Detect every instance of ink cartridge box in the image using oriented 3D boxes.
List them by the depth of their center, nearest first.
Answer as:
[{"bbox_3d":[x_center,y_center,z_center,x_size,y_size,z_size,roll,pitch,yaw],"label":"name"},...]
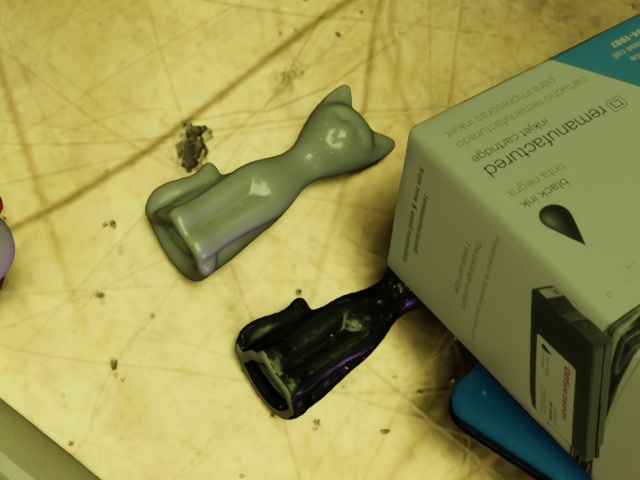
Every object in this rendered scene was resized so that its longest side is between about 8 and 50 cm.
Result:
[{"bbox_3d":[0.284,0.035,1.203,0.285,0.166,0.395,-28,57,-26],"label":"ink cartridge box"}]

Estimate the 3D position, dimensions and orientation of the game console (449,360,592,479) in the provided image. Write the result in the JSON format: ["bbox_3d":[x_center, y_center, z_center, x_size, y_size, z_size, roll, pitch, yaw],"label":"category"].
[{"bbox_3d":[0.278,0.151,1.332,0.250,0.173,0.293,32,55,26],"label":"game console"}]

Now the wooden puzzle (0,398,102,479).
[{"bbox_3d":[-0.263,0.328,1.246,0.322,0.080,0.348,38,80,3],"label":"wooden puzzle"}]

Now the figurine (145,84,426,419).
[{"bbox_3d":[0.000,0.000,1.334,0.209,0.092,0.215,-33,88,-18],"label":"figurine"}]

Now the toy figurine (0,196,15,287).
[{"bbox_3d":[-0.351,-0.008,1.249,0.213,0.148,0.209,-31,88,-9],"label":"toy figurine"}]
